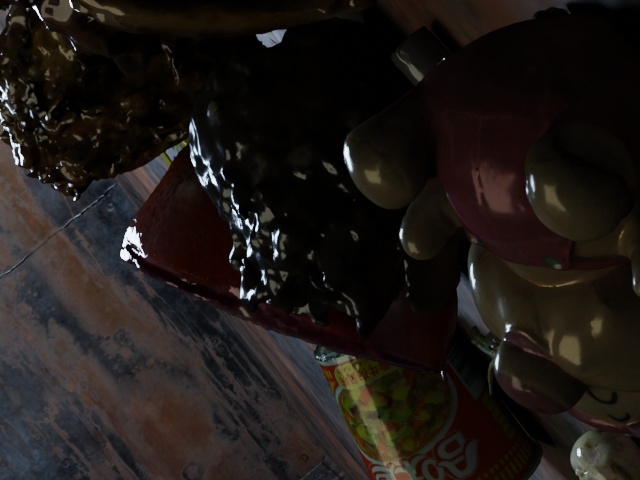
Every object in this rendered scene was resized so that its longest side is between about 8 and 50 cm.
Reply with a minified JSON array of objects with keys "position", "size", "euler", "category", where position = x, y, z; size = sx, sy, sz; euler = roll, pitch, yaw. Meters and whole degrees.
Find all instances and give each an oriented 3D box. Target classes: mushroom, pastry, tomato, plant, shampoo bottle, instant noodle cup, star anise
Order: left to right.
[{"position":[-0.159,-0.193,0.989],"size":[0.350,0.109,0.292],"euler":[24,164,-22],"category":"star anise"},{"position":[-0.148,-0.148,1.276],"size":[0.193,0.275,0.275],"euler":[34,170,0],"category":"pastry"},{"position":[0.003,-0.003,1.351],"size":[0.290,0.176,0.335],"euler":[23,179,18],"category":"tomato"},{"position":[0.020,-0.032,1.108],"size":[0.234,0.204,0.178],"euler":[56,169,13],"category":"plant"},{"position":[0.098,0.175,1.627],"size":[0.212,0.193,0.193],"euler":[59,169,-10],"category":"instant noodle cup"},{"position":[0.109,-0.065,0.992],"size":[0.165,0.040,0.080],"euler":[48,172,4],"category":"shampoo bottle"},{"position":[0.245,0.199,1.323],"size":[0.083,0.067,0.083],"euler":[50,178,2],"category":"mushroom"}]

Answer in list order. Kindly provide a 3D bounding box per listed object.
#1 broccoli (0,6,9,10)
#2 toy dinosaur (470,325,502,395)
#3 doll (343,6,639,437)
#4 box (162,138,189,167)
[{"position":[-0.333,-0.340,1.191],"size":[0.221,0.252,0.361],"euler":[23,140,28],"category":"broccoli"},{"position":[0.158,0.091,1.399],"size":[0.058,0.037,0.180],"euler":[52,171,14],"category":"toy dinosaur"},{"position":[0.139,0.009,0.813],"size":[0.256,0.152,0.196],"euler":[52,-175,-39],"category":"doll"},{"position":[-0.104,-0.099,1.686],"size":[0.168,0.097,0.265],"euler":[46,170,24],"category":"box"}]
